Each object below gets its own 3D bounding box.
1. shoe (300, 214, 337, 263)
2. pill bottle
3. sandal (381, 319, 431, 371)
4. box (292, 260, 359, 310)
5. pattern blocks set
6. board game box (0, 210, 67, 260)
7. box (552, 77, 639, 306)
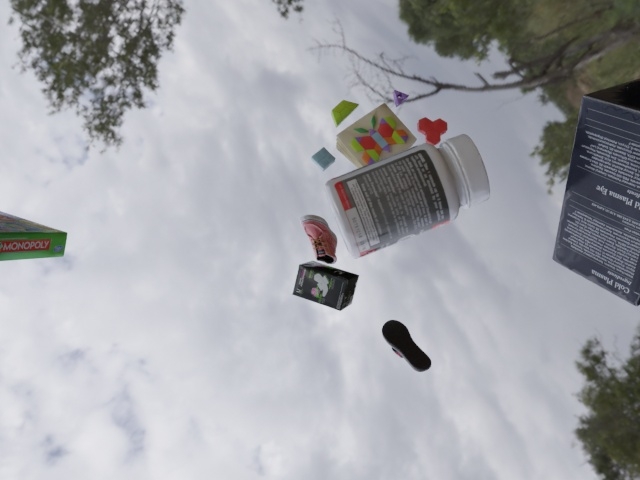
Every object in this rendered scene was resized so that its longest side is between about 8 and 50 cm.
[{"bbox_3d":[0.000,0.000,1.626,0.178,0.063,0.081,45,-143,-54],"label":"shoe"},{"bbox_3d":[0.163,-0.086,1.131,0.161,0.283,0.161,-21,-90,-89],"label":"pill bottle"},{"bbox_3d":[0.209,0.267,1.479,0.067,0.040,0.179,-22,-137,-16],"label":"sandal"},{"bbox_3d":[0.008,0.069,0.933,0.083,0.052,0.062,17,-170,18],"label":"box"},{"bbox_3d":[0.146,-0.254,1.523,0.285,0.325,0.026,36,162,5],"label":"pattern blocks set"},{"bbox_3d":[-0.597,-0.029,0.929,0.317,0.046,0.213,15,-172,19],"label":"board game box"},{"bbox_3d":[0.598,-0.109,1.013,0.343,0.313,0.179,-19,-146,-25],"label":"box"}]
